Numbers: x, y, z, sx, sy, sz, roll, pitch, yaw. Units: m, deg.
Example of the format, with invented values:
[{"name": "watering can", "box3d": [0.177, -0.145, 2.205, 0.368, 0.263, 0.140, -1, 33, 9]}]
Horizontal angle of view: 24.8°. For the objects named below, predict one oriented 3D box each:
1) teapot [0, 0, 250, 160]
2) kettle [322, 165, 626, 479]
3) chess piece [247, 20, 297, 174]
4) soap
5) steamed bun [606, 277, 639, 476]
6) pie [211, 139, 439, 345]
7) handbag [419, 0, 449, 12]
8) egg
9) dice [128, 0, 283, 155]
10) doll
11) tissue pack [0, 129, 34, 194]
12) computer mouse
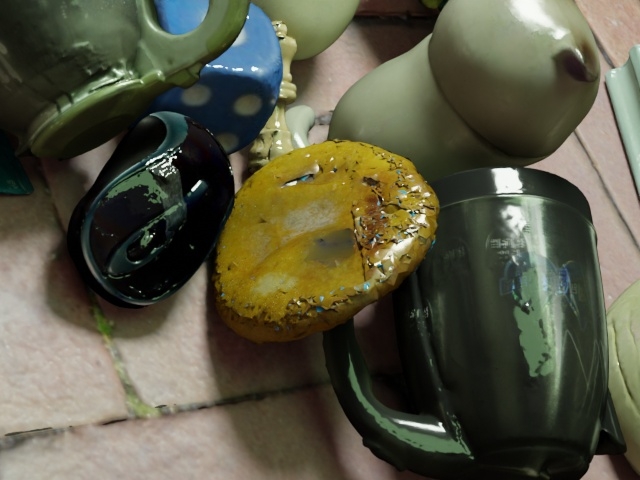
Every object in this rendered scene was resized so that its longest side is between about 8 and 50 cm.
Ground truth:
[{"name": "teapot", "box3d": [-0.233, -0.221, 1.447, 0.321, 0.239, 0.239, -30, 86, -17]}, {"name": "kettle", "box3d": [0.154, 0.112, 1.499, 0.321, 0.228, 0.324, 8, 56, -18]}, {"name": "chess piece", "box3d": [-0.052, -0.160, 1.622, 0.060, 0.060, 0.172, 5, 82, -33]}, {"name": "soap", "box3d": [0.507, -0.137, 2.040, 0.159, 0.087, 0.265, 14, 50, -28]}, {"name": "steamed bun", "box3d": [0.496, 0.148, 1.695, 0.333, 0.233, 0.312, 3, 55, -36]}, {"name": "pie", "box3d": [0.001, 0.000, 1.469, 0.273, 0.273, 0.069, -82, 151, -42]}, {"name": "handbag", "box3d": [0.175, -0.304, 1.857, 0.274, 0.100, 0.269, 56, 7, 21]}, {"name": "egg", "box3d": [-0.037, -0.328, 1.728, 0.188, 0.188, 0.254, 9, 58, -30]}, {"name": "dice", "box3d": [-0.134, -0.182, 1.571, 0.146, 0.146, 0.143, 9, 50, -30]}, {"name": "doll", "box3d": [0.158, -0.148, 1.636, 0.226, 0.370, 0.215, 21, 46, -46]}, {"name": "tissue pack", "box3d": [-0.351, -0.074, 1.414, 0.138, 0.028, 0.085, -10, 66, -46]}, {"name": "computer mouse", "box3d": [-0.154, -0.036, 1.445, 0.137, 0.096, 0.233, 49, 46, -22]}]
